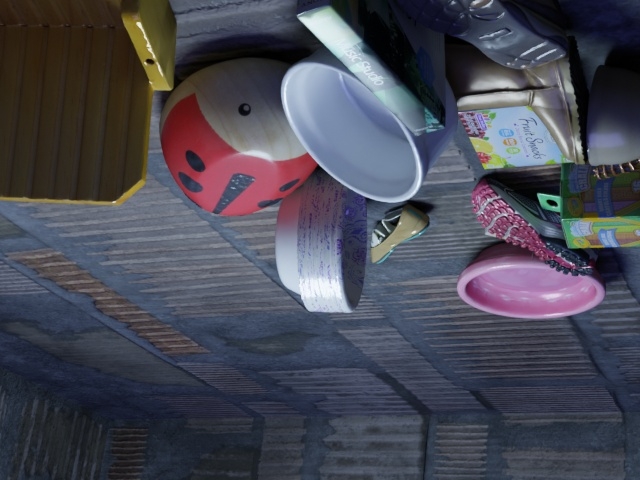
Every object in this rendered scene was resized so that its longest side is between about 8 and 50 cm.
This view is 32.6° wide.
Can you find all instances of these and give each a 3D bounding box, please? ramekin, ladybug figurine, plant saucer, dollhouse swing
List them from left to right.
[{"bbox_3d":[-0.426,-0.255,1.664,0.347,0.304,0.315,3,157,8],"label":"dollhouse swing"},{"bbox_3d":[-0.141,-0.166,1.975,0.305,0.161,0.449,12,156,-14],"label":"ladybug figurine"},{"bbox_3d":[0.084,-0.207,1.732,0.277,0.135,0.277,33,152,20],"label":"ramekin"},{"bbox_3d":[0.480,0.086,2.501,0.332,0.084,0.332,6,156,2],"label":"plant saucer"}]

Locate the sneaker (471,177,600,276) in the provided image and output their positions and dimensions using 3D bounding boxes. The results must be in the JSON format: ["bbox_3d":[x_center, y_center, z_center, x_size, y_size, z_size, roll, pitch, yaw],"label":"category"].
[{"bbox_3d":[0.432,-0.040,2.202,0.299,0.112,0.121,31,157,-18],"label":"sneaker"}]

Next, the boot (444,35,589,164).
[{"bbox_3d":[0.286,-0.224,1.747,0.270,0.089,0.236,0,126,28],"label":"boot"}]

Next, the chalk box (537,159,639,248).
[{"bbox_3d":[0.521,-0.069,2.074,0.213,0.132,0.132,-3,154,20],"label":"chalk box"}]

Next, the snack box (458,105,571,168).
[{"bbox_3d":[0.345,-0.203,1.887,0.175,0.070,0.207,-3,156,20],"label":"snack box"}]

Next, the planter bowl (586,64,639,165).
[{"bbox_3d":[0.491,-0.196,1.735,0.109,0.162,0.162,6,158,24],"label":"planter bowl"}]

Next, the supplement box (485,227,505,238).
[{"bbox_3d":[0.395,-0.038,2.295,0.062,0.036,0.098,13,156,-15],"label":"supplement box"}]

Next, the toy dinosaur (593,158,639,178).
[{"bbox_3d":[0.638,-0.141,1.876,0.322,0.164,0.218,7,131,16],"label":"toy dinosaur"}]

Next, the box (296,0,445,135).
[{"bbox_3d":[0.077,-0.317,1.489,0.059,0.232,0.322,-15,150,30],"label":"box"}]

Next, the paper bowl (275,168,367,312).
[{"bbox_3d":[0.000,0.000,2.167,0.148,0.284,0.284,2,156,11],"label":"paper bowl"}]

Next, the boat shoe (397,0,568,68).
[{"bbox_3d":[0.214,-0.353,1.507,0.132,0.130,0.355,-10,158,40],"label":"boat shoe"}]

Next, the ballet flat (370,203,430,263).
[{"bbox_3d":[0.156,-0.020,2.375,0.073,0.080,0.232,41,146,-7],"label":"ballet flat"}]
